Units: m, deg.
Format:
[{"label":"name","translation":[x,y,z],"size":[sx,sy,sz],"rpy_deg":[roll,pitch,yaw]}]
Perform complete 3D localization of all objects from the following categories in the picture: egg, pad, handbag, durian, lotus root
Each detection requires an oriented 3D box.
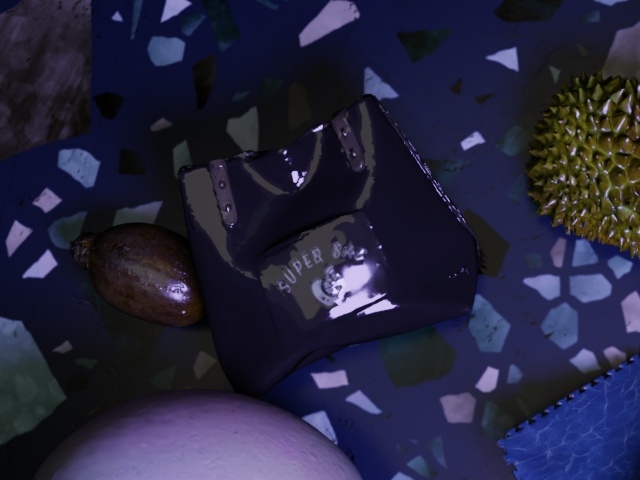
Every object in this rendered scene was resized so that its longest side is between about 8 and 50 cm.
[{"label":"egg","translation":[-0.165,0.316,1.356],"size":[0.354,0.340,0.354],"rpy_deg":[-23,51,32]},{"label":"pad","translation":[0.358,0.283,1.427],"size":[0.270,0.012,0.269],"rpy_deg":[-26,79,-30]},{"label":"handbag","translation":[0.000,0.000,1.486],"size":[0.342,0.152,0.288],"rpy_deg":[-23,101,3]},{"label":"durian","translation":[0.350,-0.091,1.472],"size":[0.237,0.176,0.200],"rpy_deg":[33,69,23]},{"label":"lotus root","translation":[-0.216,0.039,1.573],"size":[0.209,0.120,0.120],"rpy_deg":[21,87,4]}]
